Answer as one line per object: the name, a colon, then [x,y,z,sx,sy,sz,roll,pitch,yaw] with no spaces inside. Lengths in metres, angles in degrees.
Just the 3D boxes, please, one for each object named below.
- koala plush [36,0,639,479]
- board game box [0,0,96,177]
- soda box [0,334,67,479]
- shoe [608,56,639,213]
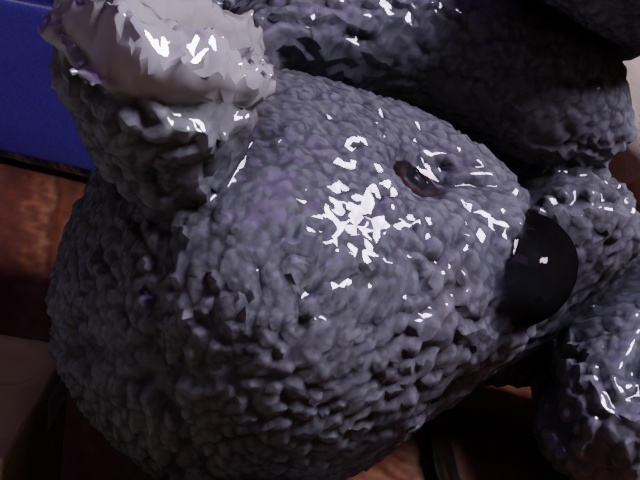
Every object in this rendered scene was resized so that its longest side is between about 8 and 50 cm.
koala plush: [0.000,0.000,0.448,0.203,0.196,0.221,4,21,21]
board game box: [-0.052,-0.139,0.783,0.232,0.141,0.291,13,24,12]
soda box: [-0.108,0.082,0.362,0.061,0.058,0.181,10,23,3]
shoe: [0.104,-0.075,0.663,0.058,0.219,0.076,-14,-14,-9]
